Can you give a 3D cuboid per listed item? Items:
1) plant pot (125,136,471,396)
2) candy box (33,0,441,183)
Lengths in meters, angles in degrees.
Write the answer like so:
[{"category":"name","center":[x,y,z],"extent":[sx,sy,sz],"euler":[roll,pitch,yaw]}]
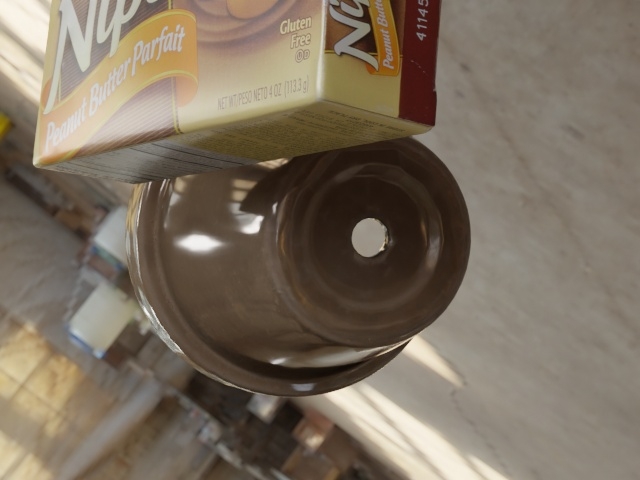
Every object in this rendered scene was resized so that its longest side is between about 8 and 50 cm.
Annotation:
[{"category":"plant pot","center":[0.000,0.000,0.977],"extent":[0.263,0.263,0.229],"euler":[40,170,-15]},{"category":"candy box","center":[-0.061,-0.142,0.800],"extent":[0.088,0.182,0.316],"euler":[11,170,-37]}]
